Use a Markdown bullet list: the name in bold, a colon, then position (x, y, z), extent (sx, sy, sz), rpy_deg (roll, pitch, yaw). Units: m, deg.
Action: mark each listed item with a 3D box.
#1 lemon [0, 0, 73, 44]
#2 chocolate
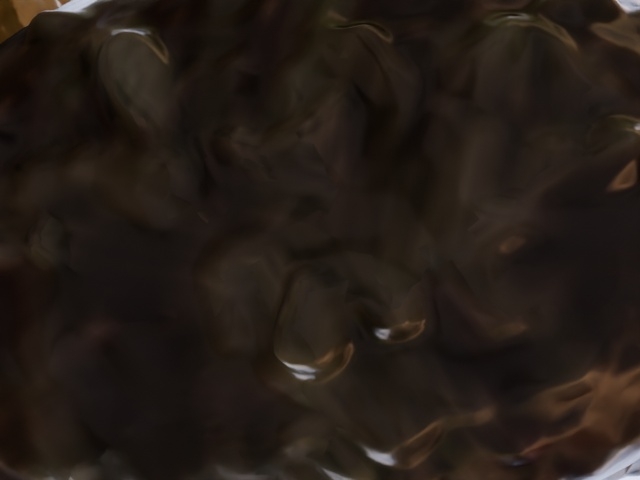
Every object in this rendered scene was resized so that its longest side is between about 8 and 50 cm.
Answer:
- **lemon**: position (-0.216, -0.053, 0.871), extent (0.233, 0.288, 0.233), rpy_deg (15, -137, -15)
- **chocolate**: position (0.000, 0.000, 0.626), extent (0.340, 0.210, 0.225), rpy_deg (-5, -89, 17)
